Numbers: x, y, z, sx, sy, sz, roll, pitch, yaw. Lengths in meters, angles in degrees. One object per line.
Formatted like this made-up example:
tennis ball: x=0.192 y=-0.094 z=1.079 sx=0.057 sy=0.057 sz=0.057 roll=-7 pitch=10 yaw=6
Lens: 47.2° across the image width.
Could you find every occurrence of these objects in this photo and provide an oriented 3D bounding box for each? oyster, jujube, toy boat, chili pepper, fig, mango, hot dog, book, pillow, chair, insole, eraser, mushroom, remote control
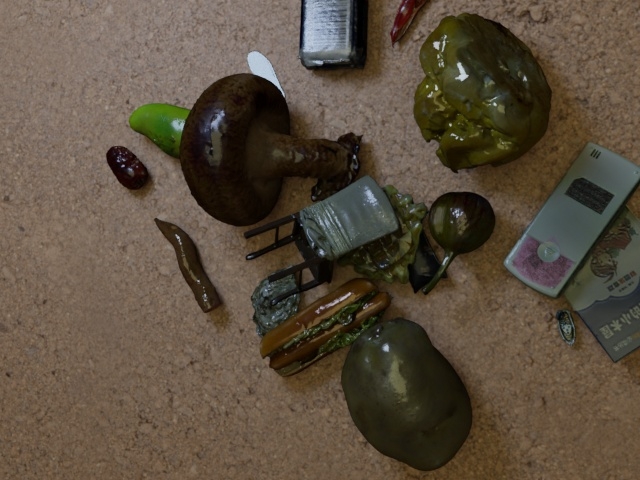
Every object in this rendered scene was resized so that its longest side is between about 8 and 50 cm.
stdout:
oyster: x=-0.109 y=0.146 z=1.757 sx=0.125 sy=0.064 sz=0.177 roll=-1 pitch=89 yaw=8
jujube: x=-0.489 y=-0.184 z=1.840 sx=0.129 sy=0.077 sz=0.077 roll=45 pitch=98 yaw=15
toy boat: x=0.546 y=0.193 z=1.622 sx=0.038 sy=0.038 sz=0.083 roll=-16 pitch=85 yaw=12
chili pepper: x=0.225 y=-0.572 z=1.703 sx=0.050 sy=0.059 sz=0.268 roll=38 pitch=102 yaw=49
fig: x=0.287 y=0.008 z=1.615 sx=0.149 sy=0.149 sz=0.245 roll=23 pitch=78 yaw=12
mango: x=-0.358 y=-0.266 z=1.793 sx=0.233 sy=0.111 sz=0.125 roll=12 pitch=85 yaw=10
hot dog: x=0.015 y=0.201 z=1.693 sx=0.337 sy=0.100 sz=0.135 roll=-32 pitch=112 yaw=9
book: x=0.628 y=0.068 z=1.577 sx=0.228 sy=0.018 sz=0.322 roll=-37 pitch=68 yaw=10
pillow: x=0.225 y=0.038 z=1.690 sx=0.090 sy=0.048 sz=0.150 roll=-27 pitch=79 yaw=2
chair: x=0.000 y=0.000 z=1.666 sx=0.319 sy=0.186 sz=0.160 roll=-24 pitch=69 yaw=-14
insole: x=-0.133 y=-0.401 z=1.799 sx=0.053 sy=0.002 sz=0.152 roll=-29 pitch=83 yaw=10
eraser: x=0.031 y=-0.565 z=1.717 sx=0.155 sy=0.101 sz=0.332 roll=1 pitch=88 yaw=14
mushroom: x=-0.134 y=-0.181 z=1.649 sx=0.356 sy=0.334 sz=0.331 roll=32 pitch=96 yaw=21
remote control: x=0.548 y=-0.042 z=1.594 sx=0.145 sy=0.050 sz=0.344 roll=36 pitch=92 yaw=24

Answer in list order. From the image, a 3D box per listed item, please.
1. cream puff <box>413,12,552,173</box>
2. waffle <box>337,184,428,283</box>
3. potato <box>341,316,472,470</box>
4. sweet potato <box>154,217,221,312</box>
cream puff: x=0.324 y=-0.307 z=1.586 sx=0.324 sy=0.291 sz=0.257 roll=44 pitch=128 yaw=-4
waffle: x=0.131 y=-0.020 z=1.682 sx=0.204 sy=0.054 sz=0.223 roll=19 pitch=99 yaw=31
potato: x=0.181 y=0.337 z=1.607 sx=0.243 sy=0.221 sz=0.326 roll=-36 pitch=94 yaw=18
sweet potato: x=-0.326 y=0.047 z=1.806 sx=0.059 sy=0.067 sz=0.281 roll=-22 pitch=77 yaw=-26
